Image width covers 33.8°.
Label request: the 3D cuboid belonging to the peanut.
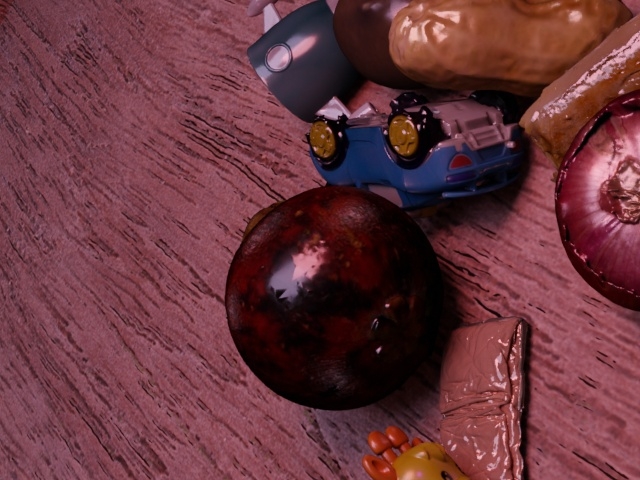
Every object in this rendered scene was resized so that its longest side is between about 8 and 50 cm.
[{"bbox_3d":[0.239,-0.254,1.317,0.147,0.305,0.147,5,-90,-89],"label":"peanut"}]

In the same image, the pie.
[{"bbox_3d":[0.365,-0.181,1.249,0.282,0.128,0.068,-41,3,22],"label":"pie"}]

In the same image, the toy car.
[{"bbox_3d":[0.123,-0.114,1.426,0.314,0.198,0.166,4,106,49],"label":"toy car"}]

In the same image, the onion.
[{"bbox_3d":[0.373,-0.045,1.128,0.248,0.161,0.248,-16,69,49],"label":"onion"}]

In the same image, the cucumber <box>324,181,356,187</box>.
[{"bbox_3d":[-0.001,0.000,1.573,0.067,0.067,0.245,12,82,49],"label":"cucumber"}]

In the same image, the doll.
[{"bbox_3d":[0.125,0.314,1.214,0.135,0.143,0.221,-40,72,28],"label":"doll"}]

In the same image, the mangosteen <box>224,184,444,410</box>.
[{"bbox_3d":[0.014,0.068,1.360,0.311,0.311,0.311,-23,56,38],"label":"mangosteen"}]

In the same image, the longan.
[{"bbox_3d":[0.126,-0.307,1.487,0.220,0.196,0.197,-5,67,58],"label":"longan"}]

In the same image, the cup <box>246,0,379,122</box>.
[{"bbox_3d":[0.000,-0.298,1.651,0.173,0.167,0.300,-39,73,16],"label":"cup"}]

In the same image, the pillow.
[{"bbox_3d":[0.195,0.208,1.285,0.126,0.043,0.233,-17,62,47],"label":"pillow"}]
